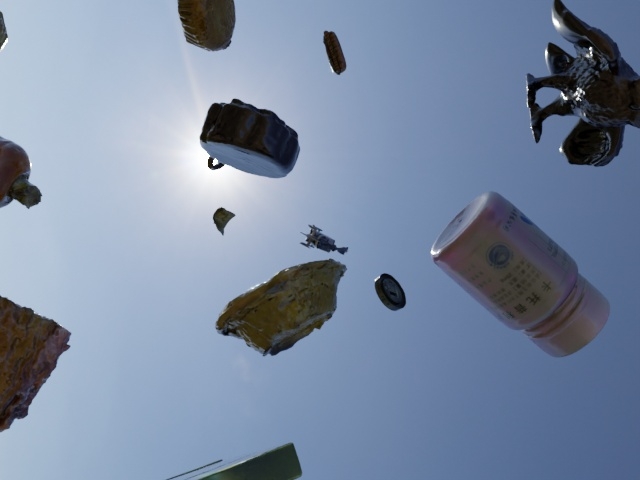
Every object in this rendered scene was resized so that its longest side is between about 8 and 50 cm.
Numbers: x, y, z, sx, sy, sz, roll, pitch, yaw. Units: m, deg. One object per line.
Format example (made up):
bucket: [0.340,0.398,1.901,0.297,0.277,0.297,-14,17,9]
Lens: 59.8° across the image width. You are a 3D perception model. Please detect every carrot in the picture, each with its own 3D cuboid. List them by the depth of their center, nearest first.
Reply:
carrot: [-0.341,-0.095,0.447,0.257,0.061,0.061,27,-60,1]

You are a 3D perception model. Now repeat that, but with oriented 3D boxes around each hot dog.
hot dog: [0.035,-0.509,1.508,0.049,0.037,0.122,-12,-72,37]

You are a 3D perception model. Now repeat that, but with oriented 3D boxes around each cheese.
cheese: [-0.323,-0.062,1.816,0.041,0.060,0.084,11,-104,47]

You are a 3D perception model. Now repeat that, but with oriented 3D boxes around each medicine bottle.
medicine bottle: [0.311,0.054,0.873,0.254,0.152,0.152,41,-50,-1]

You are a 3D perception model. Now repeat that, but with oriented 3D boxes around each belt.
belt: [-0.346,-0.273,1.867,0.036,0.059,0.083,-3,-132,54]

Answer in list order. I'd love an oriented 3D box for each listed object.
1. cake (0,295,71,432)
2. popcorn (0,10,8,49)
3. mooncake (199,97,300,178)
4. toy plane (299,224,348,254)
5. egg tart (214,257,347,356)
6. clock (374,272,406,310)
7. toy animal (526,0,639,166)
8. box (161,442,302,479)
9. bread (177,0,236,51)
cake: [-0.849,0.307,1.450,0.307,0.293,0.314,-19,-139,58]
popcorn: [-0.793,-0.506,1.173,0.332,0.225,0.265,-25,-91,53]
mooncake: [-0.193,-0.280,1.550,0.283,0.283,0.141,7,-105,50]
toy plane: [-0.001,0.000,1.295,0.078,0.197,0.053,27,-89,23]
egg tart: [-0.071,0.165,1.309,0.345,0.345,0.132,-46,-111,41]
clock: [0.147,0.109,1.170,0.017,0.085,0.085,-37,-117,32]
toy animal: [0.335,-0.184,0.658,0.179,0.116,0.218,17,-38,42]
box: [-0.167,0.314,0.694,0.311,0.173,0.043,-40,-116,52]
bread: [-0.360,-0.727,1.772,0.139,0.240,0.239,16,-75,15]
